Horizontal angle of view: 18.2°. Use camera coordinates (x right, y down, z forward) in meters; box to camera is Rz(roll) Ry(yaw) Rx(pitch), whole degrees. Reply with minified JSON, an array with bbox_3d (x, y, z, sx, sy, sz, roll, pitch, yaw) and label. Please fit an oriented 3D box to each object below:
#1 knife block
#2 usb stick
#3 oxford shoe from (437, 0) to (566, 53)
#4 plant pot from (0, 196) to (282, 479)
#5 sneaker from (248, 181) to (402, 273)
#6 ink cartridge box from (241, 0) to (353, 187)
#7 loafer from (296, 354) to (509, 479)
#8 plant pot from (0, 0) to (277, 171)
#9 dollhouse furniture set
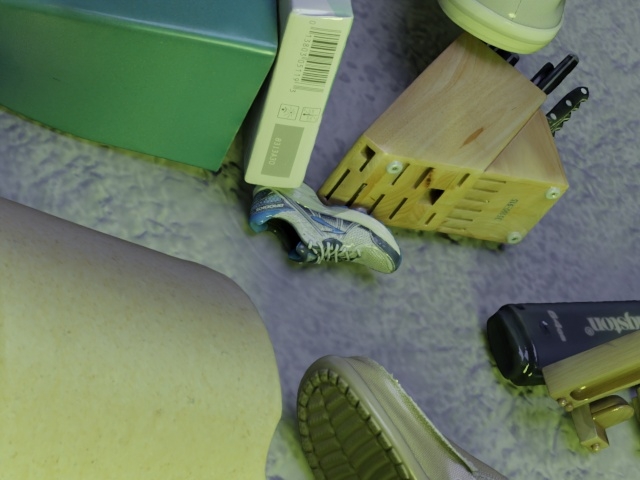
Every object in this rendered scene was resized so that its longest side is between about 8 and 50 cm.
[{"bbox_3d":[0.111,-0.122,1.740,0.275,0.088,0.242,8,49,-30],"label":"knife block"},{"bbox_3d":[0.267,0.086,1.729,0.278,0.045,0.077,0,61,-32],"label":"usb stick"},{"bbox_3d":[0.166,-0.337,1.851,0.169,0.130,0.449,17,33,-16],"label":"oxford shoe"},{"bbox_3d":[-0.205,0.103,1.259,0.305,0.334,0.334,10,54,-40],"label":"plant pot"},{"bbox_3d":[0.000,0.000,1.622,0.135,0.052,0.058,26,55,-3],"label":"sneaker"},{"bbox_3d":[-0.026,-0.182,1.611,0.056,0.181,0.225,7,44,-11],"label":"ink cartridge box"},{"bbox_3d":[0.084,0.192,1.509,0.268,0.102,0.092,55,46,-2],"label":"loafer"},{"bbox_3d":[-0.171,-0.183,1.563,0.234,0.165,0.166,10,55,-17],"label":"plant pot"},{"bbox_3d":[0.284,0.155,1.627,0.151,0.144,0.123,39,32,-58],"label":"dollhouse furniture set"}]
